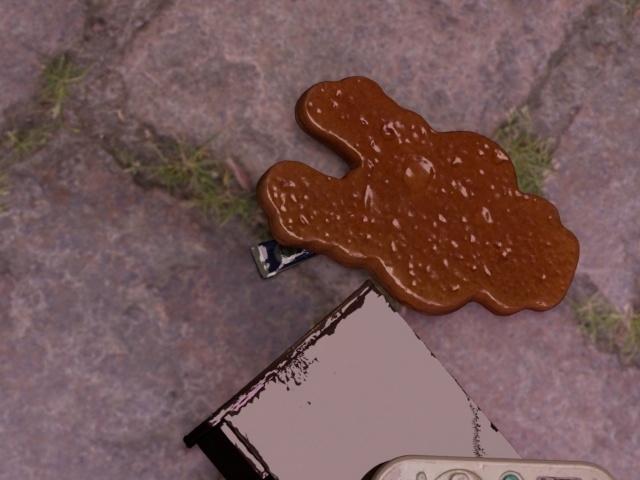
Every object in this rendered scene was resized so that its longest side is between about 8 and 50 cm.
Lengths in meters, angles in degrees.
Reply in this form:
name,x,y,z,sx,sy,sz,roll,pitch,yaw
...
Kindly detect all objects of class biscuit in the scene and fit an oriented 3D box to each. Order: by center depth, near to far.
name,x,y,z,sx,sy,sz,roll,pitch,yaw
biscuit,0.104,-0.029,1.787,0.334,0.047,0.202,25,69,-8

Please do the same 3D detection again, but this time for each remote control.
name,x,y,z,sx,sy,sz,roll,pitch,yaw
remote control,0.148,0.224,1.507,0.221,0.042,0.078,3,80,-9

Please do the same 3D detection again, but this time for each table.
name,x,y,z,sx,sy,sz,roll,pitch,yaw
table,0.045,0.220,1.640,0.196,0.250,0.282,-40,88,-15

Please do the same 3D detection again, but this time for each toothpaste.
name,x,y,z,sx,sy,sz,roll,pitch,yaw
toothpaste,0.000,0.000,1.793,0.140,0.021,0.037,-20,79,-9
